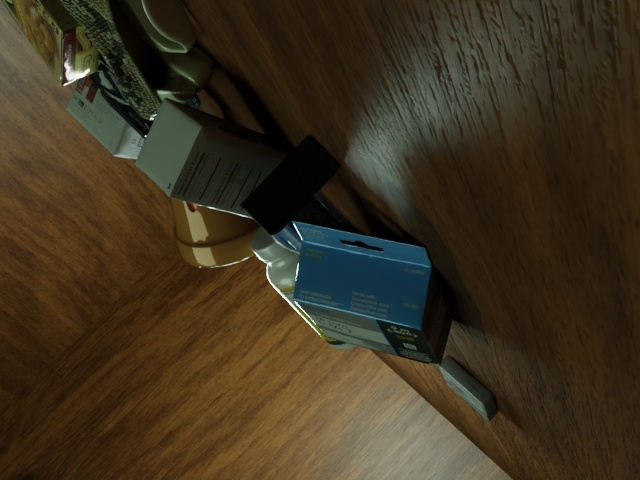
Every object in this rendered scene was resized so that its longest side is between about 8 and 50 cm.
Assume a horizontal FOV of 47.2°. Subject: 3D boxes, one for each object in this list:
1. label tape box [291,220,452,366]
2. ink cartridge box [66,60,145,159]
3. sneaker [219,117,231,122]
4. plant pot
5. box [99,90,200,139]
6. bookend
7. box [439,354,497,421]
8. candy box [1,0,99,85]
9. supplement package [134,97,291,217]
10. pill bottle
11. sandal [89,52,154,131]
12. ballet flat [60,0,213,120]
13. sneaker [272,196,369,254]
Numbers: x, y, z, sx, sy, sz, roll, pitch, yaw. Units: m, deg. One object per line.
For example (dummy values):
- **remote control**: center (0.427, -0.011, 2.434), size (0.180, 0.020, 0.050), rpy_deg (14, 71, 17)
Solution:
- **label tape box**: center (0.086, 0.103, 1.293), size (0.241, 0.105, 0.333), rpy_deg (11, 159, 23)
- **ink cartridge box**: center (-0.549, -0.412, 2.048), size (0.130, 0.271, 0.309), rpy_deg (6, -153, -49)
- **sneaker**: center (-0.157, -0.156, 1.575), size (0.293, 0.102, 0.146), rpy_deg (44, 172, 11)
- **plant pot**: center (-0.244, -0.101, 1.781), size (0.291, 0.291, 0.203), rpy_deg (35, 152, 53)
- **box**: center (-0.392, -0.330, 1.699), size (0.156, 0.158, 0.093), rpy_deg (44, 172, 9)
- **bookend**: center (-0.045, -0.090, 1.222), size (0.072, 0.157, 0.156), rpy_deg (45, -175, 0)
- **box**: center (0.366, 0.367, 1.807), size (0.145, 0.038, 0.186), rpy_deg (41, 170, 29)
- **candy box**: center (-0.523, -0.464, 1.337), size (0.316, 0.087, 0.183), rpy_deg (53, 153, 5)
- **supplement package**: center (-0.177, -0.138, 1.305), size (0.244, 0.133, 0.139), rpy_deg (13, -161, -48)
- **pill bottle**: center (-0.002, 0.084, 1.706), size (0.334, 0.188, 0.188), rpy_deg (49, 172, -24)
- **sandal**: center (-0.404, -0.336, 1.496), size (0.445, 0.107, 0.167), rpy_deg (58, -156, -6)
- **ballet flat**: center (-0.281, -0.329, 1.215), size (0.182, 0.164, 0.483), rpy_deg (16, 161, 17)
- **sneaker**: center (0.023, 0.002, 1.475), size (0.330, 0.129, 0.147), rpy_deg (42, 163, -21)
